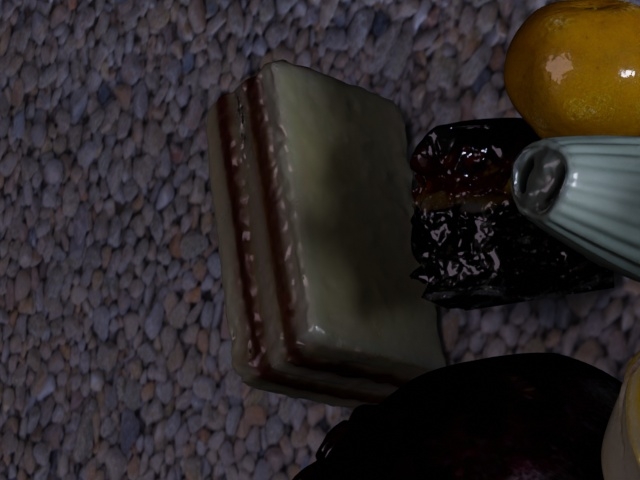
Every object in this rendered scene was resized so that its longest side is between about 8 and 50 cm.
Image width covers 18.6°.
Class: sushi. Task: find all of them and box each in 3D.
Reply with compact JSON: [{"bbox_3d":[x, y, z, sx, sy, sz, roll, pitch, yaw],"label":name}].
[{"bbox_3d":[0.154,-0.032,1.766,0.172,0.153,0.150,-158,62,-70],"label":"sushi"}]

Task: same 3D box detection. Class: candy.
[{"bbox_3d":[0.000,0.000,1.919,0.135,0.179,0.320,-32,57,40],"label":"candy"}]

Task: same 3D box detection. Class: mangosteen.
[{"bbox_3d":[0.172,0.295,1.526,0.435,0.382,0.382,36,112,14],"label":"mangosteen"}]

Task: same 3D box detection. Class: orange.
[{"bbox_3d":[0.236,-0.139,1.696,0.159,0.159,0.136,26,124,50],"label":"orange"}]

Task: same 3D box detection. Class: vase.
[{"bbox_3d":[0.258,-0.027,1.559,0.128,0.248,0.128,-18,67,48],"label":"vase"}]

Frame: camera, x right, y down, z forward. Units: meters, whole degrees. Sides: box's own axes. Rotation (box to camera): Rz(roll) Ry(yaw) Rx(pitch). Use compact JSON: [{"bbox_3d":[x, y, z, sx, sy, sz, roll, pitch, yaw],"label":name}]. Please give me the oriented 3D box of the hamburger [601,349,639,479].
[{"bbox_3d":[0.346,0.162,1.379,0.227,0.295,0.151,-76,13,-46],"label":"hamburger"}]
